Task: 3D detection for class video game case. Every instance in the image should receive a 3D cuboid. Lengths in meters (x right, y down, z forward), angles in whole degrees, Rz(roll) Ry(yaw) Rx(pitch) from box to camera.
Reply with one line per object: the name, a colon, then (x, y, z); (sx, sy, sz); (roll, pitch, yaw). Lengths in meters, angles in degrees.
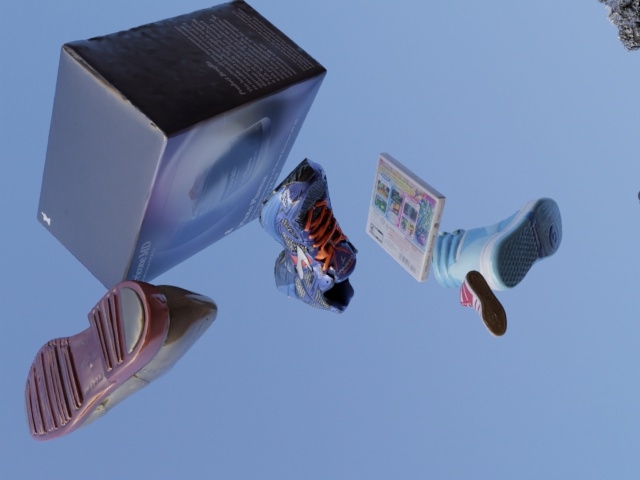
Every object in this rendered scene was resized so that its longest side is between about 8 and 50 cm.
video game case: (0.125, -0.037, 1.105); (0.019, 0.157, 0.143); (-10, -55, -27)

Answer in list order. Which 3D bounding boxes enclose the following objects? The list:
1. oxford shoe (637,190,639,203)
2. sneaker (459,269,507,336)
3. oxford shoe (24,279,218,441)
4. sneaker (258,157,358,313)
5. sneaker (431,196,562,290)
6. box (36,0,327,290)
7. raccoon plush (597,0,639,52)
oxford shoe: (0.715, -0.155, 1.557); (0.096, 0.083, 0.227); (45, -127, -1)
sneaker: (0.271, 0.113, 1.222); (0.042, 0.067, 0.118); (-17, -112, -11)
oxford shoe: (-0.260, 0.165, 0.920); (0.130, 0.348, 0.123); (6, -121, -48)
sneaker: (0.000, 0.000, 0.750); (0.087, 0.221, 0.083); (30, -115, 23)
sneaker: (0.338, 0.001, 1.455); (0.319, 0.208, 0.127); (-26, -74, -45)
box: (-0.186, -0.123, 0.962); (0.183, 0.296, 0.294); (42, -136, 14)
raccoon plush: (0.622, -0.548, 1.582); (0.446, 0.216, 0.299); (-24, -84, -29)
